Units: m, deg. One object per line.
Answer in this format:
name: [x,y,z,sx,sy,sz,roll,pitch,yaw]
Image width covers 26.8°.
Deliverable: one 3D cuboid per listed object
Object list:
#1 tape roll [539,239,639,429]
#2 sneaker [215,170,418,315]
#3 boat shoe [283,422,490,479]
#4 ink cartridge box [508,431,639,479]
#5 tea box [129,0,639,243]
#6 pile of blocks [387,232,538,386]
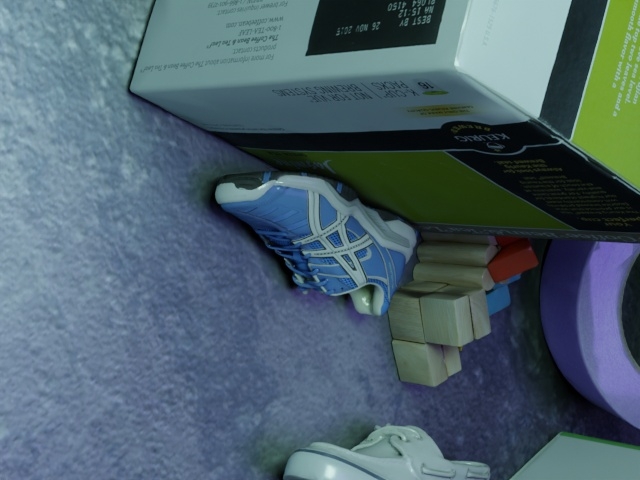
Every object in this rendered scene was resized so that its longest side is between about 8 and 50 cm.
tape roll: [0.361,0.056,1.336,0.275,0.090,0.275,-2,99,-16]
sneaker: [0.000,0.000,1.084,0.211,0.080,0.081,24,74,-40]
boat shoe: [0.063,0.199,1.158,0.258,0.095,0.084,30,68,-50]
ink cartridge box: [0.318,0.345,1.314,0.117,0.201,0.278,-35,115,-35]
tea box: [0.102,-0.149,1.000,0.323,0.329,0.220,27,74,-41]
pile of blocks: [0.177,-0.032,1.223,0.149,0.113,0.362,27,75,-40]
